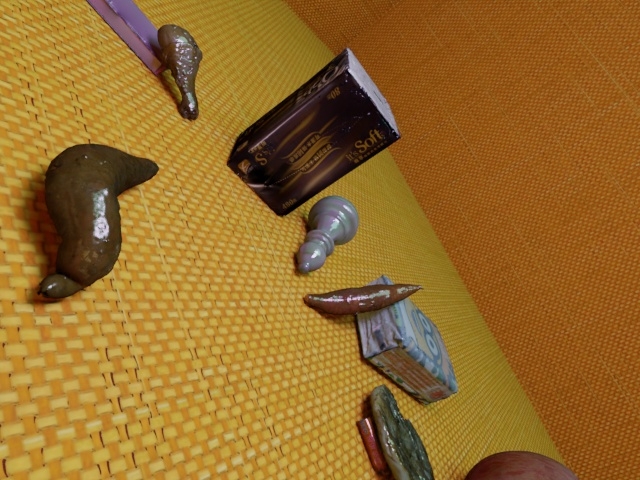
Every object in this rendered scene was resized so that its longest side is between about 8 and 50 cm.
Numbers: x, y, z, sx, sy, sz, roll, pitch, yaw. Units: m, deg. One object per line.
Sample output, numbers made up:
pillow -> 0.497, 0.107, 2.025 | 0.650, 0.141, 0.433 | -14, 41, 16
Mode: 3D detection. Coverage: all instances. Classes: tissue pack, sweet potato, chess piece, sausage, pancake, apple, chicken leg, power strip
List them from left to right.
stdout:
sweet potato -> -0.296, -0.058, 0.588 | 0.310, 0.098, 0.124 | -96, 167, -51
power strip -> -0.422, -0.483, 0.974 | 0.279, 0.037, 0.109 | 48, 25, -22
chicken leg -> -0.294, -0.362, 0.977 | 0.085, 0.069, 0.198 | -30, 114, -60
tissue pack -> -0.013, -0.254, 1.081 | 0.210, 0.370, 0.198 | 46, 25, -24
chess piece -> 0.000, 0.000, 1.124 | 0.139, 0.139, 0.272 | 52, 34, -13
sweet potato -> 0.109, 0.140, 1.060 | 0.314, 0.066, 0.072 | -3, 57, -21
sausage -> 0.105, 0.404, 0.887 | 0.031, 0.031, 0.107 | 22, 40, -55
pancake -> 0.171, 0.426, 0.952 | 0.254, 0.037, 0.254 | 55, 15, -22
tissue pack -> 0.227, 0.269, 1.203 | 0.311, 0.128, 0.228 | 44, 25, -33
apple -> 0.489, 0.651, 1.040 | 0.345, 0.269, 0.345 | 46, 25, -28
